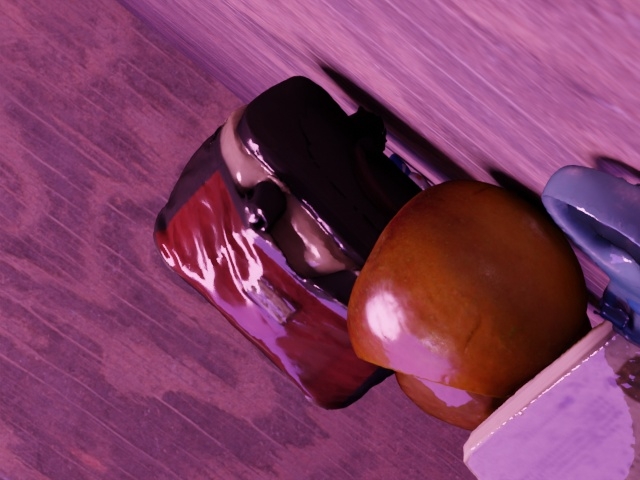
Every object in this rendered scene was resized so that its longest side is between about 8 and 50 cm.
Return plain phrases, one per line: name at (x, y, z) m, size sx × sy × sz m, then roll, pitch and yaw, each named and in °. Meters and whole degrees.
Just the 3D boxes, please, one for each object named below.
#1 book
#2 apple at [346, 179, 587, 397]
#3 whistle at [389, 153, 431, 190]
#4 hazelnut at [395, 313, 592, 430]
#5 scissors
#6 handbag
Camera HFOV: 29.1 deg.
book at (0.306, 0.216, 0.965) m, size 0.352 × 0.239 × 0.035 m, roll 38°, pitch -138°, yaw 0°
apple at (0.102, 0.043, 0.856) m, size 0.147 × 0.163 × 0.146 m, roll 36°, pitch -163°, yaw 12°
whistle at (0.078, -0.070, 1.259) m, size 0.083 × 0.029 × 0.033 m, roll 31°, pitch -163°, yaw -4°
hazelnut at (0.151, 0.086, 1.184) m, size 0.210 × 0.186 × 0.210 m, roll 20°, pitch 180°, yaw 0°
scissors at (0.195, 0.035, 0.678) m, size 0.180 × 0.032 × 0.393 m, roll 38°, pitch 180°, yaw 9°
handbag at (0.000, 0.000, 1.025) m, size 0.254 × 0.181 × 0.181 m, roll 44°, pitch -147°, yaw 1°
